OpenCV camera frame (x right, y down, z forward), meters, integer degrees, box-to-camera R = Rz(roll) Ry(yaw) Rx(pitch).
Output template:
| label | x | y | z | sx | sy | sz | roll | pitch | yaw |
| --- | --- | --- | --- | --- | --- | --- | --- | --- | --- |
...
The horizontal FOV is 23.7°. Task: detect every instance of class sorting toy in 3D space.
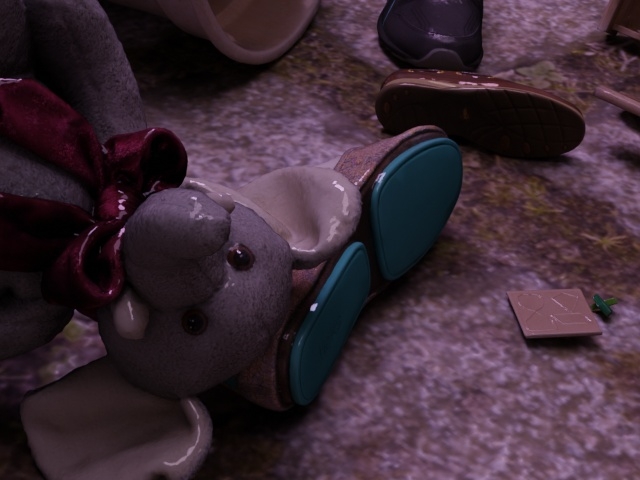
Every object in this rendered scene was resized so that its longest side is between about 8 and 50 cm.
| label | x | y | z | sx | sy | sz | roll | pitch | yaw |
| --- | --- | --- | --- | --- | --- | --- | --- | --- | --- |
| sorting toy | 0.181 | 0.054 | 1.108 | 0.083 | 0.012 | 0.062 | -1 | 31 | -10 |

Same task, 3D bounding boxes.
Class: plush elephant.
| label | x | y | z | sx | sy | sz | roll | pitch | yaw |
| --- | --- | --- | --- | --- | --- | --- | --- | --- | --- |
| plush elephant | -0.129 | -0.001 | 0.873 | 0.255 | 0.330 | 0.271 | 19 | 70 | 14 |

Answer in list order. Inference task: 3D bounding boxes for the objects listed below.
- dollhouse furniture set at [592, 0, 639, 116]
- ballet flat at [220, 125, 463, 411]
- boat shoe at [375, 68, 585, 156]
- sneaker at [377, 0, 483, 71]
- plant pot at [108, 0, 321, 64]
| label | x | y | z | sx | sy | sz | roll | pitch | yaw |
| --- | --- | --- | --- | --- | --- | --- | --- | --- | --- |
| dollhouse furniture set | 0.321 | -0.217 | 1.371 | 0.161 | 0.212 | 0.242 | 28 | 12 | 22 |
| ballet flat | 0.000 | 0.000 | 1.069 | 0.106 | 0.107 | 0.316 | 10 | 31 | 24 |
| boat shoe | 0.138 | -0.117 | 1.299 | 0.178 | 0.064 | 0.060 | 9 | 36 | 4 |
| sneaker | 0.109 | -0.253 | 1.454 | 0.101 | 0.106 | 0.267 | 7 | 36 | -6 |
| plant pot | -0.173 | -0.342 | 1.362 | 0.306 | 0.333 | 0.334 | 11 | 33 | 22 |
